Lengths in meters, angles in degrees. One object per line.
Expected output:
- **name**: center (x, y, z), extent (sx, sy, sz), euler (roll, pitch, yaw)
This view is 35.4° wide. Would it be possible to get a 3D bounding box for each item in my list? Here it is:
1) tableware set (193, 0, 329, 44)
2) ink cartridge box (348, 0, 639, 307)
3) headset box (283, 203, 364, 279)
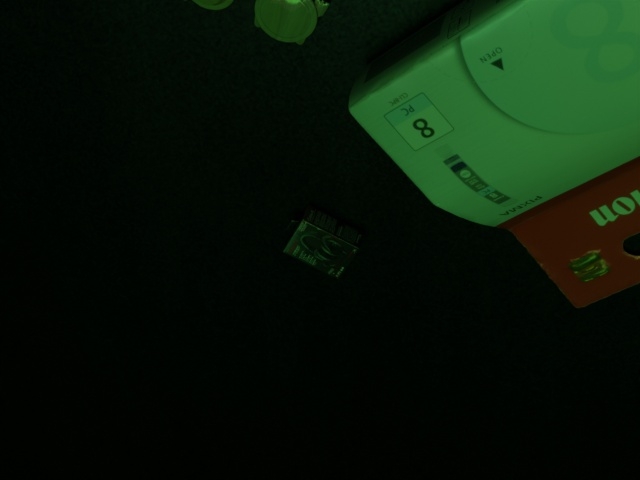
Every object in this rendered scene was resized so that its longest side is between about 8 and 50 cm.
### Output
- **tableware set**: center (-0.068, -0.267, 0.967), extent (0.168, 0.020, 0.141), euler (17, 135, 2)
- **ink cartridge box**: center (0.264, -0.085, 0.968), extent (0.308, 0.091, 0.385), euler (-29, 115, 36)
- **headset box**: center (0.000, 0.000, 1.169), extent (0.083, 0.032, 0.062), euler (27, 133, -8)
